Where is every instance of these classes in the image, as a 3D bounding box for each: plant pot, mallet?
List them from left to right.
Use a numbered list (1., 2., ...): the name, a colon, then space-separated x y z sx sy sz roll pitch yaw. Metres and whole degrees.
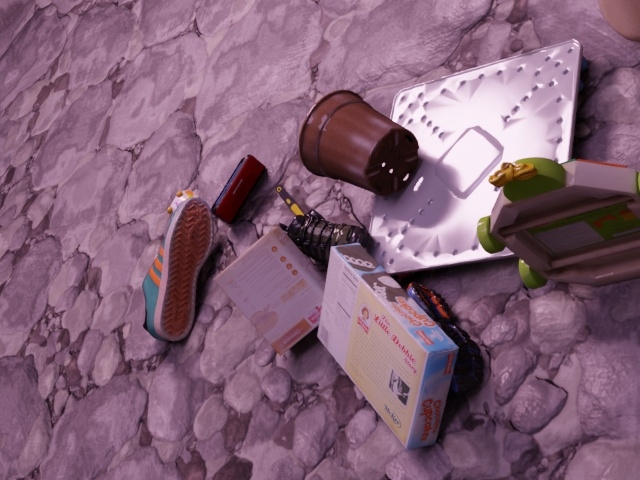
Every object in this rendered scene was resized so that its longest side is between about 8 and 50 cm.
1. mallet: -0.043 -0.070 2.128 0.062 0.039 0.189 -45 38 14
2. plant pot: 0.077 -0.165 1.908 0.165 0.167 0.167 30 87 42

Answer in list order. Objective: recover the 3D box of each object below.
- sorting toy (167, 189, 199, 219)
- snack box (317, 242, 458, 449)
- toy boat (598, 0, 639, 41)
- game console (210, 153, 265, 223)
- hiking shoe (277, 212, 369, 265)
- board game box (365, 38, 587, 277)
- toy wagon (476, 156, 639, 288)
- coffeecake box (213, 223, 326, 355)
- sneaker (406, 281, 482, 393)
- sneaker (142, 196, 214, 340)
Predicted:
1. sorting toy: -0.289 -0.067 2.368 0.075 0.045 0.083 27 84 30
2. snack box: 0.099 0.163 1.740 0.322 0.060 0.187 48 138 49
3. toy boat: 0.559 -0.412 1.703 0.231 0.151 0.151 -4 32 42
4. game console: -0.190 -0.118 2.266 0.085 0.124 0.144 29 87 23
5. hiking shoe: 0.000 0.000 1.942 0.227 0.114 0.086 -2 68 63
6. board game box: 0.265 -0.126 1.846 0.390 0.050 0.390 -10 58 40
7. toy wagon: 0.349 -0.034 1.473 0.267 0.344 0.068 -18 52 37
8. coffeecake box: -0.075 0.089 1.937 0.142 0.185 0.068 -40 2 18
9. sneaker: 0.186 0.167 1.722 0.087 0.083 0.221 -57 35 25
10. sneaker: -0.310 0.056 2.231 0.121 0.108 0.302 0 74 50
